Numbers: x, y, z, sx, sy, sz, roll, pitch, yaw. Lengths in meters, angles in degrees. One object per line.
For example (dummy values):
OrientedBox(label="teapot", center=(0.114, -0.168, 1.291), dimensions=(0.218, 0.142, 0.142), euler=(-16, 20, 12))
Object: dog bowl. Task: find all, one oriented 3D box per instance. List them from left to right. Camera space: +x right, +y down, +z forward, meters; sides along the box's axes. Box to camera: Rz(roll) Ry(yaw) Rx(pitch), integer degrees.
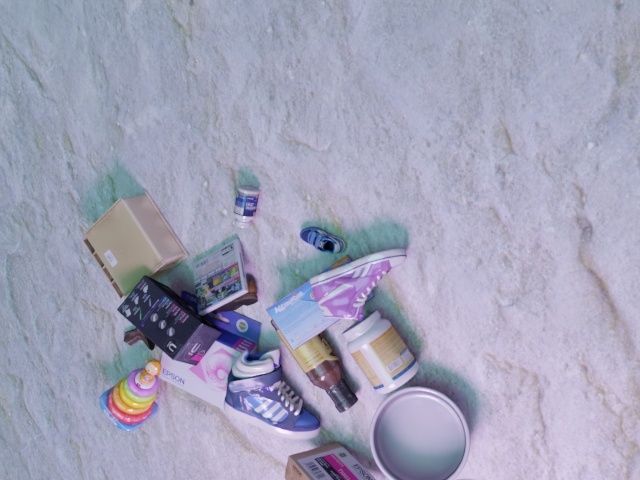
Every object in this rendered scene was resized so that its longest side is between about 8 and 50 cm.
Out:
OrientedBox(label="dog bowl", center=(0.271, 0.537, 1.576), dimensions=(0.265, 0.104, 0.264), euler=(-4, 69, 12))

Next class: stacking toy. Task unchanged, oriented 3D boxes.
OrientedBox(label="stacking toy", center=(-0.617, 0.503, 1.989), dimensions=(0.175, 0.166, 0.301), euler=(45, 124, 9))

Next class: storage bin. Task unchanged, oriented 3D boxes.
OrientedBox(label="storage bin", center=(-0.623, 0.021, 1.930), dimensions=(0.260, 0.123, 0.262), euler=(-36, 86, 28))

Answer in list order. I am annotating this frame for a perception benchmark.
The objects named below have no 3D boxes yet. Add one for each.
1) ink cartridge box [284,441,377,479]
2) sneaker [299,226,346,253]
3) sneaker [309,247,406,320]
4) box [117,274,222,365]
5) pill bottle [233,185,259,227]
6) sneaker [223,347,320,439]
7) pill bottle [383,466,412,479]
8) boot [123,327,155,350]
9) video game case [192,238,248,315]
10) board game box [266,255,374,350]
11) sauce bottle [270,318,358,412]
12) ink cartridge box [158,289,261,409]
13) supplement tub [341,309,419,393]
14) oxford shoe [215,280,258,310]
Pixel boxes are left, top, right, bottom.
OrientedBox(label="ink cartridge box", center=(0.037, 0.707, 1.692), dimensions=(0.235, 0.193, 0.088), euler=(28, 114, 50))
OrientedBox(label="sneaker", center=(0.000, 0.000, 1.672), dimensions=(0.144, 0.059, 0.053), euler=(18, 111, 21))
OrientedBox(label="sneaker", center=(0.124, 0.130, 1.592), dimensions=(0.282, 0.102, 0.160), euler=(-24, 78, 15))
OrientedBox(label="box", center=(-0.476, 0.255, 1.833), dimensions=(0.270, 0.165, 0.143), euler=(34, 83, 22))
OrientedBox(label="pill bottle", center=(-0.226, -0.101, 1.748), dimensions=(0.067, 0.067, 0.120), euler=(19, 109, 20))
OrientedBox(label="sneaker", center=(-0.128, 0.456, 1.782), dimensions=(0.323, 0.130, 0.236), euler=(18, 101, 2))
OrientedBox(label="pill bottle", center=(0.256, 0.749, 1.676), dimensions=(0.146, 0.146, 0.263), euler=(5, 103, 24))
OrientedBox(label="boot", center=(-0.649, 0.359, 2.064), dimensions=(0.114, 0.037, 0.106), euler=(-29, 76, 24))
OrientedBox(label="video game case", center=(-0.317, 0.116, 1.818), dimensions=(0.201, 0.023, 0.183), euler=(-28, 60, 26))
OrientedBox(label="board game box", center=(-0.001, 0.179, 1.668), dimensions=(0.281, 0.027, 0.145), euler=(-34, 87, 2))
OrientedBox(label="sauce bottle", center=(-0.013, 0.353, 1.731), dimensions=(0.111, 0.111, 0.344), euler=(-36, 87, 27))
OrientedBox(label="ink cartridge box", center=(-0.375, 0.372, 1.925), dimensions=(0.324, 0.071, 0.329), euler=(20, 110, 20))
OrientedBox(label="supplement tub", center=(0.165, 0.309, 1.618), dimensions=(0.144, 0.144, 0.199), euler=(-36, 86, 27))
OrientedBox(label="oxford shoe", center=(-0.290, 0.180, 1.849), dimensions=(0.213, 0.076, 0.075), euler=(-18, 63, 23))
